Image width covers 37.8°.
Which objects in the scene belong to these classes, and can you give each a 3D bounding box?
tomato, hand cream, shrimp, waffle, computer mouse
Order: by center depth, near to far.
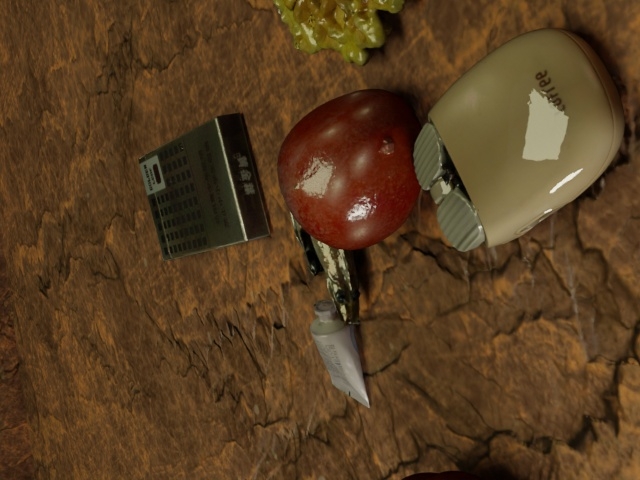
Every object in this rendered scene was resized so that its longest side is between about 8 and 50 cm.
[{"bbox_3d":[0.160,-0.081,0.813,0.236,0.082,0.145,-41,68,56],"label":"computer mouse"},{"bbox_3d":[0.029,-0.072,0.968,0.167,0.167,0.167,32,129,50],"label":"tomato"},{"bbox_3d":[0.005,-0.324,0.986,0.262,0.060,0.280,10,113,54],"label":"waffle"},{"bbox_3d":[0.000,0.000,1.149,0.126,0.047,0.223,-34,70,64],"label":"shrimp"},{"bbox_3d":[0.024,0.139,1.181,0.084,0.053,0.142,25,139,53],"label":"hand cream"}]

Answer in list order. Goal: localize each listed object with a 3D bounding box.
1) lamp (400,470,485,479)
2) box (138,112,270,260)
[{"bbox_3d":[0.120,0.342,0.937,0.227,0.227,0.227,32,129,50],"label":"lamp"},{"bbox_3d":[-0.185,-0.071,1.420,0.325,0.047,0.180,-12,93,60],"label":"box"}]
